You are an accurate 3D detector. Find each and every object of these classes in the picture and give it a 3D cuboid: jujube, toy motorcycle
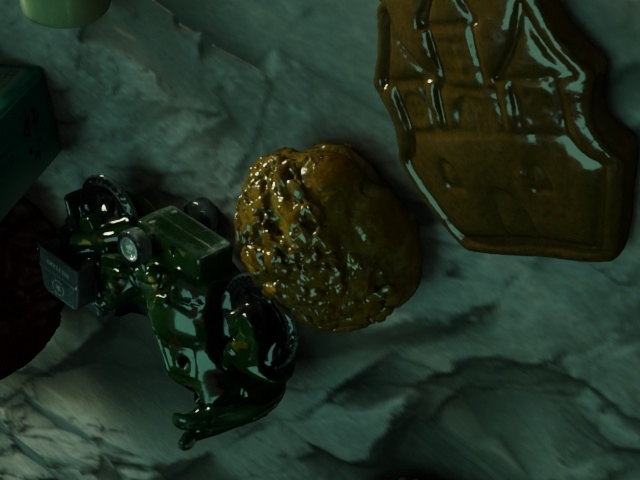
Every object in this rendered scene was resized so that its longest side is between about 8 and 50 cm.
[{"bbox_3d":[-0.416,0.048,1.383,0.216,0.342,0.216,22,116,59],"label":"jujube"},{"bbox_3d":[-0.119,0.060,1.212,0.275,0.125,0.187,33,132,33],"label":"toy motorcycle"}]

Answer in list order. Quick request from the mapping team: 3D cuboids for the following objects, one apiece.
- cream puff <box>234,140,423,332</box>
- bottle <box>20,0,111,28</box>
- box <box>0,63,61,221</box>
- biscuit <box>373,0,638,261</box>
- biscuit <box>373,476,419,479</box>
[{"bbox_3d":[-0.002,0.000,1.016,0.144,0.103,0.126,55,149,10],"label":"cream puff"},{"bbox_3d":[-0.193,-0.254,1.060,0.072,0.072,0.201,33,141,30],"label":"bottle"},{"bbox_3d":[-0.372,-0.087,1.292,0.245,0.153,0.092,9,129,20],"label":"box"},{"bbox_3d":[0.098,-0.084,0.877,0.182,0.034,0.215,4,122,50],"label":"biscuit"},{"bbox_3d":[0.115,0.285,1.142,0.281,0.084,0.179,44,146,17],"label":"biscuit"}]
